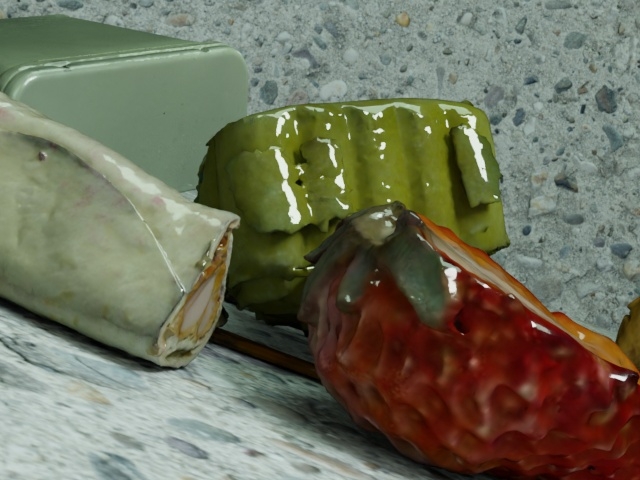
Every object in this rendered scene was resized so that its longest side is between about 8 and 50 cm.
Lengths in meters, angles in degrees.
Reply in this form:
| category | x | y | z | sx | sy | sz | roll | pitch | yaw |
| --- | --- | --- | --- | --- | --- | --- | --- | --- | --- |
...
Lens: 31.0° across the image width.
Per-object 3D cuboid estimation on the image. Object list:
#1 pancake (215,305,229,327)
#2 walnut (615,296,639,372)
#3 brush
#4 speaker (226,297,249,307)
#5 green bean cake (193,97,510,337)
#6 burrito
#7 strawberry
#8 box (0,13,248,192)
| category | x | y | z | sx | sy | sz | roll | pitch | yaw |
| --- | --- | --- | --- | --- | --- | --- | --- | --- | --- |
| pancake | -0.167 | 0.044 | 0.986 | 0.190 | 0.020 | 0.184 | 16 | 9 | 26 |
| walnut | 0.489 | 0.162 | 1.554 | 0.209 | 0.209 | 0.336 | 22 | 14 | 26 |
| brush | 0.013 | 0.118 | 0.988 | 0.314 | 0.017 | 0.090 | 20 | 1 | 4 |
| speaker | -0.094 | 0.018 | 1.345 | 0.044 | 0.082 | 0.218 | 20 | 3 | -10 |
| green bean cake | 0.000 | 0.000 | 1.092 | 0.285 | 0.202 | 0.310 | -7 | -9 | -22 |
| burrito | -0.204 | -0.015 | 0.865 | 0.299 | 0.143 | 0.105 | 27 | -17 | 19 |
| strawberry | 0.134 | 0.107 | 0.873 | 0.336 | 0.149 | 0.265 | 31 | 6 | -20 |
| box | -0.329 | -0.172 | 1.427 | 0.344 | 0.177 | 0.352 | 21 | 26 | 38 |
